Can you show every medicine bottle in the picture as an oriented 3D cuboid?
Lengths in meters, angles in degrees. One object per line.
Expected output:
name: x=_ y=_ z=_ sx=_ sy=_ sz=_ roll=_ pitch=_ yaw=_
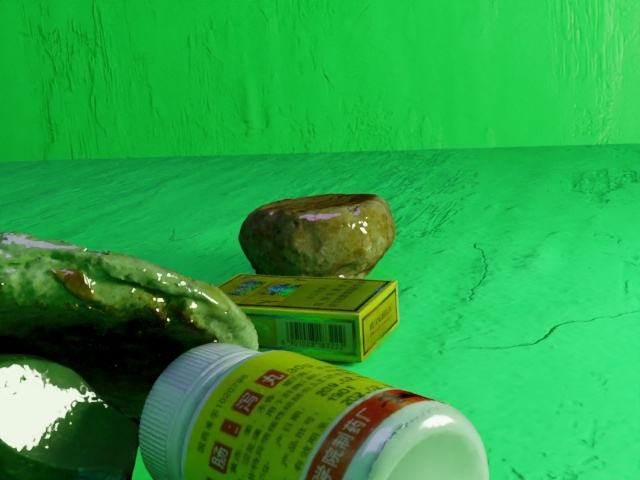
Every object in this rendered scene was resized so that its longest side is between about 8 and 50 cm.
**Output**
medicine bottle: x=-0.012 y=0.150 z=0.591 sx=0.139 sy=0.139 sz=0.225 roll=-16 pitch=17 yaw=-40

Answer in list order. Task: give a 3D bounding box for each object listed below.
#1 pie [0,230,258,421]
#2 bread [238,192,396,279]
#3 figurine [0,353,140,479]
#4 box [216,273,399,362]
pie: x=-0.202 y=0.083 z=0.724 sx=0.323 sy=0.071 sz=0.323 roll=4 pitch=-27 yaw=2
bread: x=0.000 y=0.000 z=1.276 sx=0.230 sy=0.123 sz=0.230 roll=-8 pitch=9 yaw=1
figurine: x=-0.268 y=0.166 z=0.697 sx=0.234 sy=0.127 sz=0.185 roll=-30 pitch=-41 yaw=31
box: x=-0.032 y=0.087 z=1.038 sx=0.220 sy=0.064 sz=0.141 roll=3 pitch=15 yaw=21
